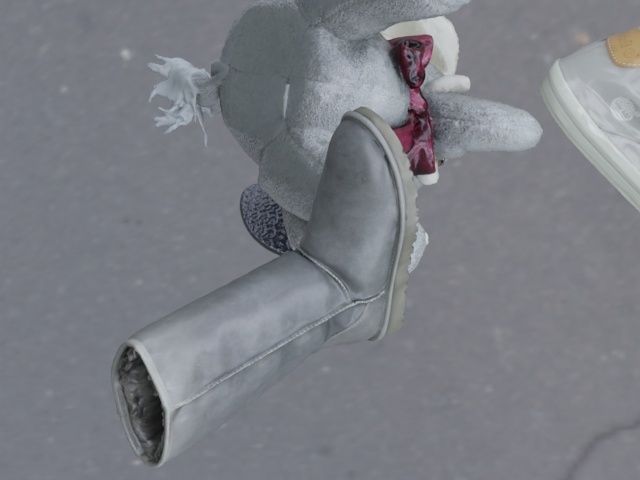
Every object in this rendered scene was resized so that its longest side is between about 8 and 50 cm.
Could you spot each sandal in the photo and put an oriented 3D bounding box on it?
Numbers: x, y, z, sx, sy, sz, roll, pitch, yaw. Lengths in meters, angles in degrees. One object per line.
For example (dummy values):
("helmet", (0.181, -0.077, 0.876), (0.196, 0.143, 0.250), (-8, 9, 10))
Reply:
("sandal", (0.000, 0.000, 1.852), (0.179, 0.040, 0.067), (23, 72, -10))

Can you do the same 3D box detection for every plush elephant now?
("plush elephant", (0.052, -0.103, 1.557), (0.255, 0.330, 0.272), (9, 88, -44))

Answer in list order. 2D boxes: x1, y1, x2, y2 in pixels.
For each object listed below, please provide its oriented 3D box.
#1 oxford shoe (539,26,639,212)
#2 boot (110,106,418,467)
("oxford shoe", (0.403, -0.040, 1.845), (0.449, 0.130, 0.169), (42, 20, -17))
("boot", (-0.038, 0.029, 1.203), (0.208, 0.076, 0.190), (-20, 123, -28))
